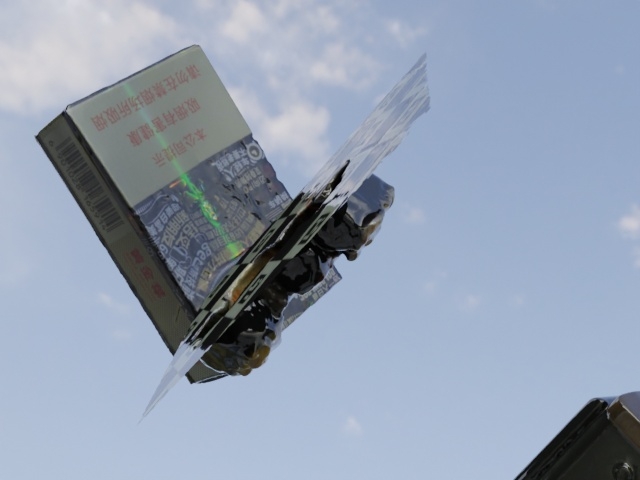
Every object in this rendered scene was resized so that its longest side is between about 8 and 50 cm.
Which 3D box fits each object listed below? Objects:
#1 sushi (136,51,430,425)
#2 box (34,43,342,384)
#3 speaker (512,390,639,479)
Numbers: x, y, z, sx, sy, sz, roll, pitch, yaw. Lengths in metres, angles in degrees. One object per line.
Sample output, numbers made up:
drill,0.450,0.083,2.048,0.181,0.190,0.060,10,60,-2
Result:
sushi,0.000,0.000,0.715,0.050,0.264,0.290,40,-74,-8
box,-0.133,-0.030,1.028,0.084,0.198,0.310,-24,-79,46
speaker,0.263,0.217,0.704,0.231,0.192,0.153,9,-56,-53
